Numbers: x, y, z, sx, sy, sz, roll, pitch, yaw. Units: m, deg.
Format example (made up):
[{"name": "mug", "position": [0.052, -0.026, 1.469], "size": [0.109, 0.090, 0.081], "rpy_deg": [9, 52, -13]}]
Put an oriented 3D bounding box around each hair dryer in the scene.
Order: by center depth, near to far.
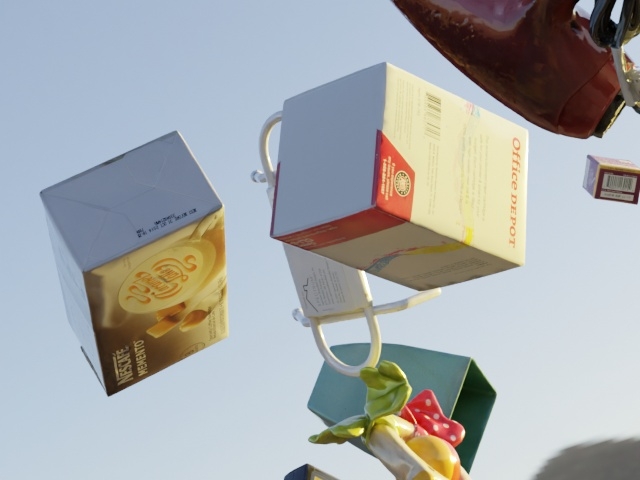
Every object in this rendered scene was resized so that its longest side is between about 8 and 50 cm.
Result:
[{"name": "hair dryer", "position": [0.154, -0.159, 0.997], "size": [0.294, 0.223, 0.080], "rpy_deg": [6, 41, 40]}]

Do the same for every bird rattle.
[{"name": "bird rattle", "position": [0.111, 0.267, 1.996], "size": [0.143, 0.207, 0.253], "rpy_deg": [-44, -39, 3]}]

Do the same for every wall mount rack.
[{"name": "wall mount rack", "position": [0.000, 0.000, 2.111], "size": [0.130, 0.350, 0.304], "rpy_deg": [-19, 5, -44]}]

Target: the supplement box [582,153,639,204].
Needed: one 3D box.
[{"name": "supplement box", "position": [0.344, -0.072, 1.917], "size": [0.055, 0.043, 0.083], "rpy_deg": [7, 11, -1]}]

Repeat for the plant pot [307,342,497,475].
[{"name": "plant pot", "position": [0.113, 0.248, 2.424], "size": [0.234, 0.165, 0.165], "rpy_deg": [14, -19, 25]}]

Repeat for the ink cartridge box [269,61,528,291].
[{"name": "ink cartridge box", "position": [0.069, -0.047, 1.338], "size": [0.176, 0.128, 0.127], "rpy_deg": [21, -25, -37]}]

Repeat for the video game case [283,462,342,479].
[{"name": "video game case", "position": [0.074, 0.328, 1.203], "size": [0.275, 0.248, 0.035], "rpy_deg": [32, -46, -27]}]

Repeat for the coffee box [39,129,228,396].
[{"name": "coffee box", "position": [-0.167, 0.026, 1.504], "size": [0.141, 0.098, 0.246], "rpy_deg": [-25, -27, -17]}]
